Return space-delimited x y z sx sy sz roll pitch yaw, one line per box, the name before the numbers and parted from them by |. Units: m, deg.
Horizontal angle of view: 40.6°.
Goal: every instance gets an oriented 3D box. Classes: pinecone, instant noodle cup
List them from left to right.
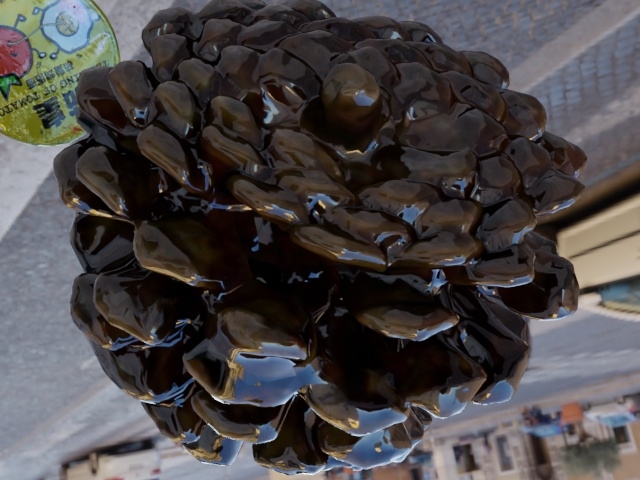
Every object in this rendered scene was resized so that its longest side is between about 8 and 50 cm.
instant noodle cup | -0.341 -0.200 0.979 0.182 0.182 0.144 5 -175 -42
pinecone | 0.000 0.000 0.683 0.398 0.397 0.397 -10 164 -3
